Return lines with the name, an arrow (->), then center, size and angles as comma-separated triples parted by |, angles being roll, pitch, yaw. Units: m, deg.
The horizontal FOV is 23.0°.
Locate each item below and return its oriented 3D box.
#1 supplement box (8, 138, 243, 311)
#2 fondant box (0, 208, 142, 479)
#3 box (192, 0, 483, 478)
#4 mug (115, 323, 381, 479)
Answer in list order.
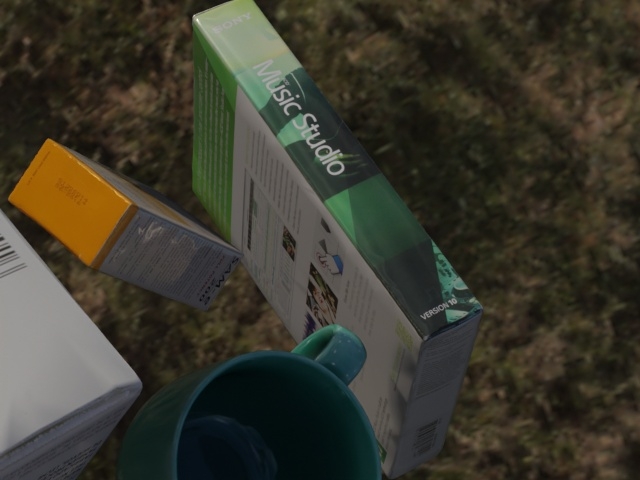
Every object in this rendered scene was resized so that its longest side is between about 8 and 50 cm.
supplement box -> -0.089, -0.005, 0.732 | 0.036, 0.062, 0.098 | -56, 149, 4
fondant box -> -0.240, 0.073, 0.655 | 0.238, 0.330, 0.096 | 49, 42, 11
box -> 0.000, 0.000, 1.210 | 0.058, 0.232, 0.322 | -27, 64, -20
mug -> -0.036, 0.128, 0.870 | 0.158, 0.097, 0.129 | -15, 84, -37
